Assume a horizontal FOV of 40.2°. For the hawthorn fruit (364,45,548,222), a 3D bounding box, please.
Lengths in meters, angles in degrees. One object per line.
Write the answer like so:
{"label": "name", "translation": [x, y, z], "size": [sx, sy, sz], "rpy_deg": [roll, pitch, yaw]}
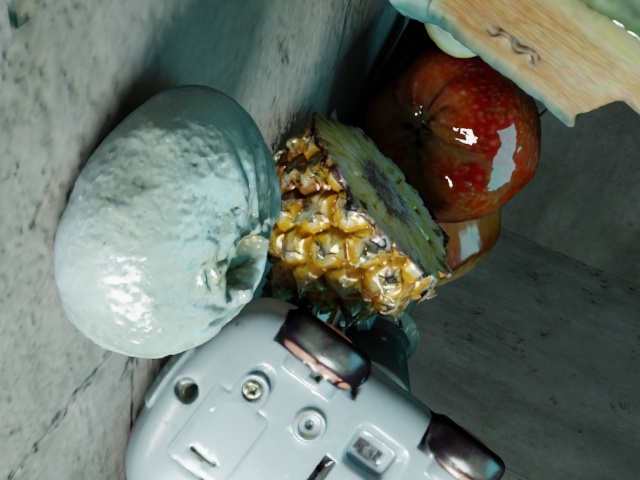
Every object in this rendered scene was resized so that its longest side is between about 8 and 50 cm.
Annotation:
{"label": "hawthorn fruit", "translation": [0.139, -0.089, 0.800], "size": [0.203, 0.162, 0.163], "rpy_deg": [5, 111, -49]}

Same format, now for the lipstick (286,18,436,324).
{"label": "lipstick", "translation": [0.034, -0.036, 0.863], "size": [0.419, 0.077, 0.077], "rpy_deg": [-64, 169, -8]}

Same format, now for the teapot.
{"label": "teapot", "translation": [0.071, 0.193, 1.383], "size": [0.225, 0.171, 0.203], "rpy_deg": [-62, 140, -58]}

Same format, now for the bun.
{"label": "bun", "translation": [-0.064, -0.005, 0.430], "size": [0.141, 0.083, 0.141], "rpy_deg": [21, 90, -80]}

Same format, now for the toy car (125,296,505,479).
{"label": "toy car", "translation": [-0.010, 0.164, 0.667], "size": [0.181, 0.270, 0.212], "rpy_deg": [-53, -169, -4]}

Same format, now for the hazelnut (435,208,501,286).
{"label": "hazelnut", "translation": [0.147, -0.045, 1.153], "size": [0.214, 0.176, 0.214], "rpy_deg": [-5, 90, -78]}

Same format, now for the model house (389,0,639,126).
{"label": "model house", "translation": [0.141, -0.209, 0.578], "size": [0.194, 0.267, 0.325], "rpy_deg": [-52, -179, -3]}

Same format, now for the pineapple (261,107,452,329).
{"label": "pineapple", "translation": [0.003, 0.003, 0.677], "size": [0.137, 0.161, 0.176], "rpy_deg": [-40, -147, 20]}
